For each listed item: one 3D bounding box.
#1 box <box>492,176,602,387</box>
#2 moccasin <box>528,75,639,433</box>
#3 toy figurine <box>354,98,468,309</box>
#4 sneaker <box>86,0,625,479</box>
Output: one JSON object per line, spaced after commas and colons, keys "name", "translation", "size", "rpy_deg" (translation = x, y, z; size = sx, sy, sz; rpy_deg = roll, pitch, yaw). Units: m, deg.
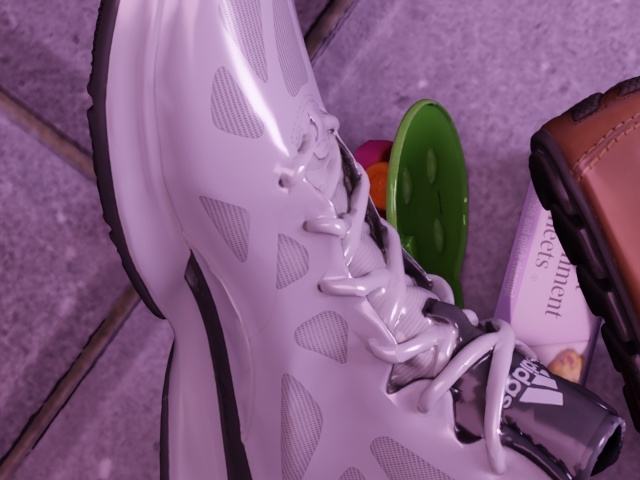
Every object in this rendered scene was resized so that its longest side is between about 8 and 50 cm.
{"name": "box", "translation": [0.125, 0.100, 1.077], "size": [0.067, 0.063, 0.324], "rpy_deg": [16, 87, 11]}
{"name": "moccasin", "translation": [0.248, 0.083, 1.006], "size": [0.147, 0.139, 0.380], "rpy_deg": [-22, 90, -1]}
{"name": "toy figurine", "translation": [0.000, 0.000, 1.105], "size": [0.159, 0.130, 0.173], "rpy_deg": [0, 109, 24]}
{"name": "sneaker", "translation": [0.038, 0.019, 0.944], "size": [0.258, 0.169, 0.447], "rpy_deg": [5, 119, 23]}
